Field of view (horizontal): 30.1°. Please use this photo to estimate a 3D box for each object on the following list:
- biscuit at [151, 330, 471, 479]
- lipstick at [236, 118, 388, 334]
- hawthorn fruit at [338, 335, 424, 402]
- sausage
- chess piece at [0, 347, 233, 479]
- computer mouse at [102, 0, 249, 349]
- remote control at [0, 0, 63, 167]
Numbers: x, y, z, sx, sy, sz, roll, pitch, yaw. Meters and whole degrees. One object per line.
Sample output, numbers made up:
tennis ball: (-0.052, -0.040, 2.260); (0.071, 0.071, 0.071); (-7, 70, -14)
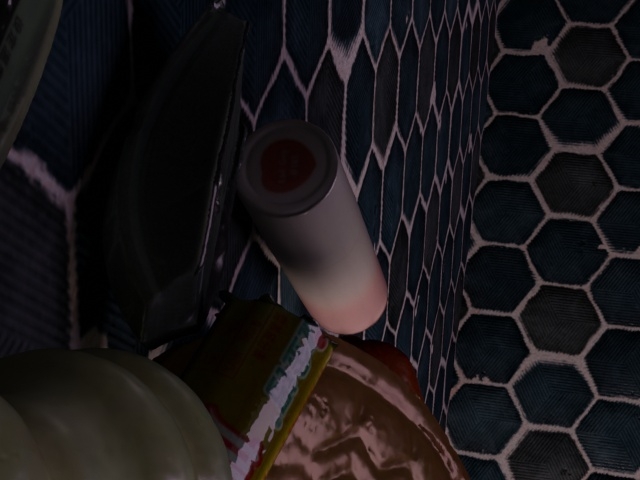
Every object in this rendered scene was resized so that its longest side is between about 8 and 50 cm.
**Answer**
biscuit: (-0.010, 0.248, 0.784); (0.385, 0.062, 0.365); (35, 61, -38)
lipstick: (0.000, 0.000, 1.074); (0.327, 0.087, 0.087); (63, 35, -67)
hawthorn fruit: (0.046, 0.168, 1.256); (0.133, 0.133, 0.138); (57, 33, -70)
sausage: (-0.106, 0.189, 0.615); (0.371, 0.082, 0.082); (-61, 157, -29)
chess piece: (-0.139, 0.105, 0.427); (0.251, 0.144, 0.144); (26, 70, -71)
computer mouse: (-0.087, -0.045, 0.712); (0.126, 0.071, 0.231); (97, 2, -64)
remote control: (-0.165, -0.129, 0.402); (0.285, 0.038, 0.123); (73, 26, -59)
